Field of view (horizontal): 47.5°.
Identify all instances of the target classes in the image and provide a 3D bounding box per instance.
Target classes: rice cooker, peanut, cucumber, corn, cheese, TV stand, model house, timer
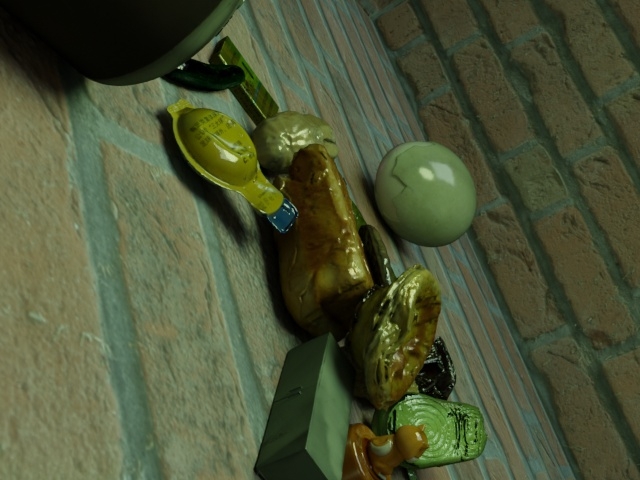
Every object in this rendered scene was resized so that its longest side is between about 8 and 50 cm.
[{"bbox_3d":[-0.273,-0.395,0.874,0.325,0.335,0.335,41,28,-45],"label":"rice cooker"},{"bbox_3d":[-0.044,-0.201,1.490,0.130,0.130,0.290,62,20,1],"label":"peanut"},{"bbox_3d":[-0.208,-0.301,1.324,0.056,0.056,0.284,63,23,1],"label":"cucumber"},{"bbox_3d":[0.104,0.254,1.325,0.288,0.086,0.086,39,30,-53],"label":"corn"},{"bbox_3d":[-0.139,-0.121,1.166,0.270,0.069,0.177,45,30,-7],"label":"cheese"},{"bbox_3d":[-0.014,0.247,1.031,0.088,0.082,0.269,58,18,-17],"label":"TV stand"},{"bbox_3d":[0.220,0.277,1.558,0.152,0.106,0.165,42,23,-50],"label":"model house"},{"bbox_3d":[0.095,0.323,1.096,0.132,0.152,0.132,51,22,-29],"label":"timer"}]

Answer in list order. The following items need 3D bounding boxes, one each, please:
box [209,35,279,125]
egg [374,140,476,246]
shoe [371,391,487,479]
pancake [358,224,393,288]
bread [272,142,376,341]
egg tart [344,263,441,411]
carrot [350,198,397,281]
[{"bbox_3d":[-0.156,-0.325,1.526,0.193,0.030,0.121,52,21,-26],"label":"box"},{"bbox_3d":[0.286,-0.142,2.047,0.336,0.278,0.278,51,21,-39],"label":"egg"},{"bbox_3d":[0.195,0.363,1.341,0.262,0.128,0.140,8,59,-32],"label":"shoe"},{"bbox_3d":[0.105,0.108,1.382,0.286,0.033,0.288,-124,-154,-70],"label":"pancake"},{"bbox_3d":[-0.004,0.004,1.292,0.195,0.148,0.344,59,14,-51],"label":"bread"},{"bbox_3d":[0.114,0.149,1.159,0.241,0.106,0.241,-40,139,-46],"label":"egg tart"},{"bbox_3d":[0.117,0.040,1.676,0.358,0.074,0.074,56,20,-22],"label":"carrot"}]
